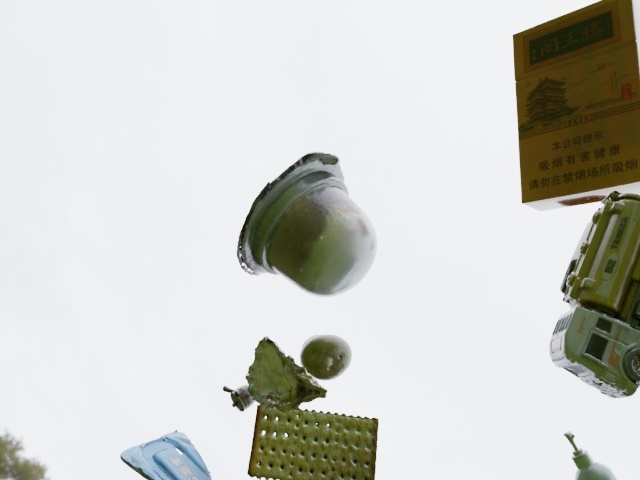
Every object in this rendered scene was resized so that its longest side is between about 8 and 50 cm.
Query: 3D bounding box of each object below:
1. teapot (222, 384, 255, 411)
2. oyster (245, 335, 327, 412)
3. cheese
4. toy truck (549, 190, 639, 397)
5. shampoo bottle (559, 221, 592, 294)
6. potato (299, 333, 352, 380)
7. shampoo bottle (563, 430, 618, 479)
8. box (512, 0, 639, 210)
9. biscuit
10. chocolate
[{"bbox_3d":[-0.244,0.449,1.755,0.110,0.080,0.085,27,-46,38],"label":"teapot"},{"bbox_3d":[-0.063,0.193,0.867,0.146,0.045,0.122,-37,-114,41],"label":"oyster"},{"bbox_3d":[-0.115,0.310,0.671,0.244,0.135,0.052,37,-81,21],"label":"cheese"},{"bbox_3d":[0.189,0.033,0.376,0.062,0.123,0.052,25,-12,12],"label":"toy truck"},{"bbox_3d":[0.535,0.034,1.149,0.080,0.246,0.079,22,-58,23],"label":"shampoo bottle"},{"bbox_3d":[0.004,0.350,1.819,0.194,0.157,0.157,10,-64,65],"label":"potato"},{"bbox_3d":[0.395,0.355,0.821,0.056,0.056,0.195,-42,-111,44],"label":"shampoo bottle"},{"bbox_3d":[0.376,-0.191,0.850,0.174,0.076,0.274,-10,-106,42],"label":"box"},{"bbox_3d":[-0.012,0.380,1.085,0.231,0.139,0.016,6,-26,3],"label":"biscuit"},{"bbox_3d":[0.007,-0.005,0.815,0.147,0.221,0.221,32,-54,26],"label":"chocolate"}]
